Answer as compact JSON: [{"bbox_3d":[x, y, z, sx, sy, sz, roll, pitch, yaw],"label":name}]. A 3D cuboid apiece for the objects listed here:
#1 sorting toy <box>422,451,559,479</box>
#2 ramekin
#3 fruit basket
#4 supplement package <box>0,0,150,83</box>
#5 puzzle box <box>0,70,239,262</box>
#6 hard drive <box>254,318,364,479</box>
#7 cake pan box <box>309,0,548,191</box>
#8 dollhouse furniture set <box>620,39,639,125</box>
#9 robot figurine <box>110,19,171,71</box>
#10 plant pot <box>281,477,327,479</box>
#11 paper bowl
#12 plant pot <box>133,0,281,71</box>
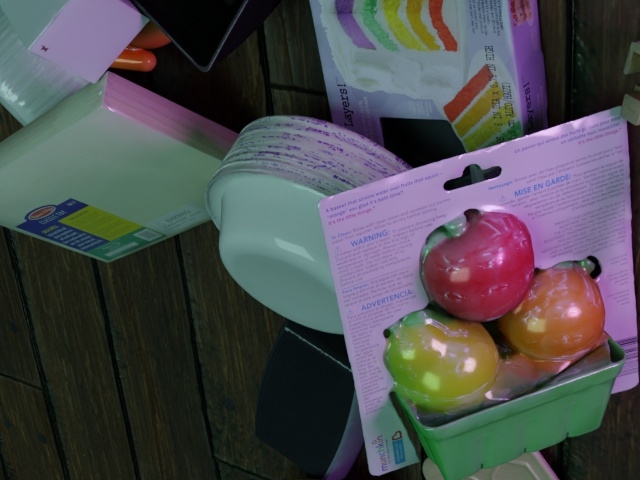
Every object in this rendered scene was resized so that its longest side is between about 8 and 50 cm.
[{"bbox_3d":[0.251,0.345,1.406,0.193,0.038,0.208,-34,88,45],"label":"sorting toy"},{"bbox_3d":[-0.377,-0.214,1.446,0.207,0.109,0.207,43,170,9],"label":"ramekin"},{"bbox_3d":[0.173,0.059,1.129,0.165,0.327,0.353,-129,23,-63],"label":"fruit basket"},{"bbox_3d":[-0.294,-0.283,1.230,0.105,0.105,0.179,-45,56,13],"label":"supplement package"},{"bbox_3d":[-0.282,-0.079,1.440,0.409,0.272,0.052,-20,57,43],"label":"puzzle box"},{"bbox_3d":[-0.010,0.223,1.523,0.172,0.054,0.254,32,131,19],"label":"hard drive"},{"bbox_3d":[0.120,-0.163,1.179,0.246,0.070,0.267,10,122,37],"label":"cake pan box"},{"bbox_3d":[0.362,-0.086,1.039,0.161,0.101,0.182,47,141,42],"label":"dollhouse furniture set"},{"bbox_3d":[-0.250,-0.301,1.351,0.219,0.128,0.158,11,82,34],"label":"robot figurine"},{"bbox_3d":[-0.011,0.461,1.546,0.187,0.212,0.212,15,148,54],"label":"plant pot"},{"bbox_3d":[0.000,0.000,1.239,0.284,0.148,0.284,23,154,12],"label":"paper bowl"},{"bbox_3d":[-0.102,-0.330,1.185,0.187,0.167,0.188,46,134,7],"label":"plant pot"}]
